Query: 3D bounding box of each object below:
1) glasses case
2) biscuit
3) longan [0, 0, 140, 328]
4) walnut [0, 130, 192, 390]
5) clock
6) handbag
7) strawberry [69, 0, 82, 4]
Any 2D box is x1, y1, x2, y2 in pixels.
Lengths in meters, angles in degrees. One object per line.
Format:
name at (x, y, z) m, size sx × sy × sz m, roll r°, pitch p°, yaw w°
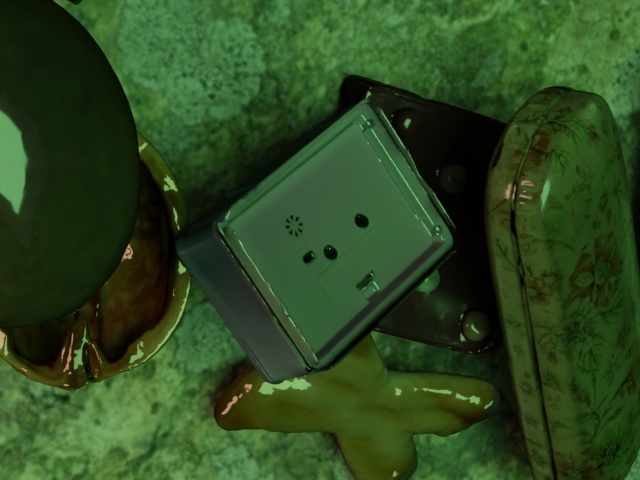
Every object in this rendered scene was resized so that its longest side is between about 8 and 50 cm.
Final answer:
glasses case at (0.215, 0.060, 1.404) m, size 0.156 × 0.098 × 0.425 m, roll -53°, pitch 143°, yaw -35°
biscuit at (0.032, 0.135, 1.395) m, size 0.208 × 0.047 × 0.164 m, roll 33°, pitch 112°, yaw -33°
longan at (-0.231, -0.065, 1.110) m, size 0.215 × 0.246 × 0.246 m, roll -4°, pitch 103°, yaw -11°
walnut at (-0.176, 0.007, 1.265) m, size 0.167 × 0.087 × 0.211 m, roll 5°, pitch 90°, yaw 3°
clock at (0.000, -0.001, 1.253) m, size 0.193 × 0.073 × 0.145 m, roll -41°, pitch 102°, yaw -39°
handbag at (0.085, -0.018, 1.405) m, size 0.216 × 0.074 × 0.203 m, roll 15°, pitch 93°, yaw -28°
strawberry at (-0.203, -0.293, 1.148) m, size 0.205 × 0.205 × 0.244 m, roll -41°, pitch 94°, yaw -13°
